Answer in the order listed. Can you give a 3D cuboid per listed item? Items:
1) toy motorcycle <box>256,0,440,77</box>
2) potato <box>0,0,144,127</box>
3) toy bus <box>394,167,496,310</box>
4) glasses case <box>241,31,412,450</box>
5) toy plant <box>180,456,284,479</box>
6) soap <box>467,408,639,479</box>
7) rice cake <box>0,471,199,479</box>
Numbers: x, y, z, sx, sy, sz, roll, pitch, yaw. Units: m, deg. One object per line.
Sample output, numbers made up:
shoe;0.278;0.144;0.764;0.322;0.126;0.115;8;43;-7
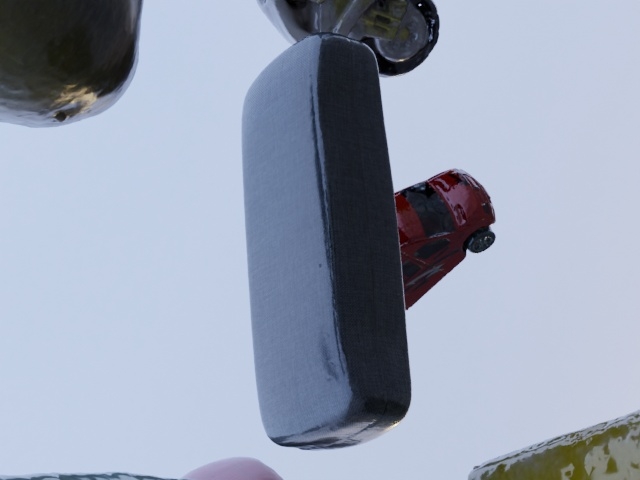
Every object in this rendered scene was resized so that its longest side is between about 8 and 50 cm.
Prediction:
toy motorcycle;0.002;-0.297;1.158;0.223;0.108;0.340;-13;-61;-15
potato;-0.189;-0.164;0.751;0.160;0.178;0.235;-46;-41;-20
toy bus;0.074;0.009;1.221;0.195;0.081;0.089;-43;-36;22
glasses case;0.000;0.000;1.007;0.074;0.131;0.323;9;-115;-32
toy plant;-0.172;0.345;1.238;0.356;0.210;0.317;-22;-40;-28
soap;0.240;0.256;0.805;0.156;0.335;0.293;24;-122;-28
rice cake;-0.077;0.092;0.301;0.063;0.066;0.336;-38;-20;7
